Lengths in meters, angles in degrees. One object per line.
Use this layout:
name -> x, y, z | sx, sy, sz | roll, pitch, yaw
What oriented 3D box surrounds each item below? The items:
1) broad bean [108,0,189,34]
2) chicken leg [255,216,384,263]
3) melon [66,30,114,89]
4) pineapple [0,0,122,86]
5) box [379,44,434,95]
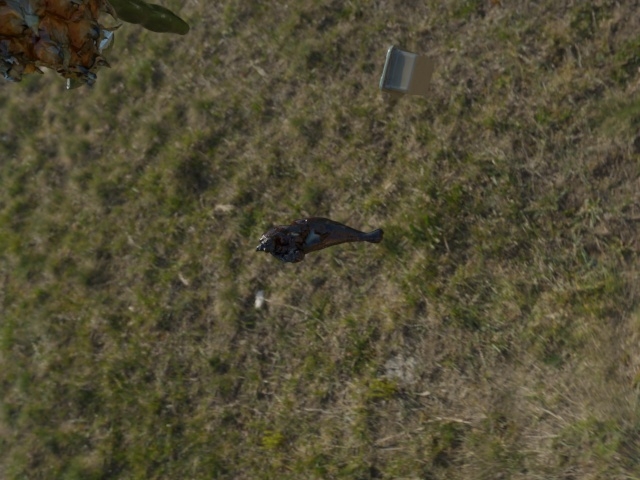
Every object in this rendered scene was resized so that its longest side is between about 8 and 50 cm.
broad bean -> -0.309, -0.386, 1.030 | 0.060, 0.297, 0.043 | -3, 95, 18
chicken leg -> -0.005, -0.003, 1.007 | 0.089, 0.219, 0.048 | 52, 141, 42
melon -> -0.622, -0.465, 1.577 | 0.202, 0.093, 0.139 | -47, 16, 22
pineapple -> -0.381, -0.336, 0.667 | 0.352, 0.353, 0.299 | 32, 118, 36
box -> 0.172, -0.326, 1.198 | 0.062, 0.122, 0.089 | 20, 107, 25
